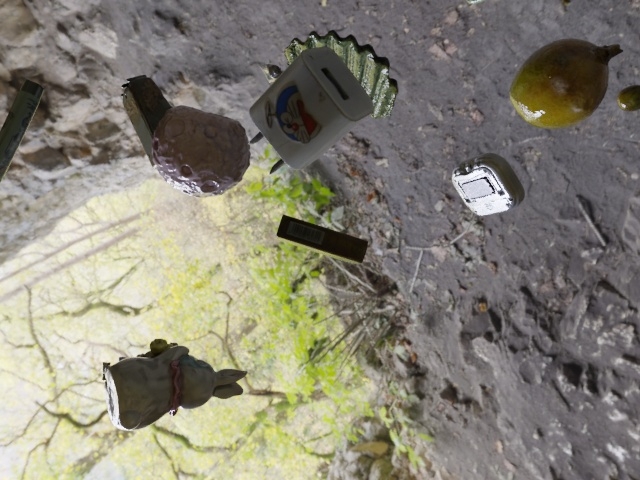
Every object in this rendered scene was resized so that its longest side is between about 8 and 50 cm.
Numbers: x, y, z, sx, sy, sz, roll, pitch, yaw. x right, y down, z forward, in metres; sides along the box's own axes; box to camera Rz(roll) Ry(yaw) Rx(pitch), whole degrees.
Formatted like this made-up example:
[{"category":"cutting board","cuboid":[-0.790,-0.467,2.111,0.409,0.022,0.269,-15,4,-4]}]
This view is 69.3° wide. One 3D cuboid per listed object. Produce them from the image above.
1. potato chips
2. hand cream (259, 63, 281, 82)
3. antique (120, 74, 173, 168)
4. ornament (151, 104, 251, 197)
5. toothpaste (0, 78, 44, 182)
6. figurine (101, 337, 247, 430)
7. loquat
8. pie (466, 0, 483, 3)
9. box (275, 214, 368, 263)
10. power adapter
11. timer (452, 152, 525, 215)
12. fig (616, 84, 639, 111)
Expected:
[{"category":"potato chips","cuboid":[0.069,-0.505,1.440,0.359,0.070,0.429,16,173,5]},{"category":"hand cream","cuboid":[-0.148,-0.490,1.356,0.057,0.037,0.165,59,172,-24]},{"category":"antique","cuboid":[-0.549,-0.396,1.522,0.125,0.150,0.284,-20,103,48]},{"category":"ornament","cuboid":[-0.317,-0.231,1.239,0.259,0.259,0.225,23,104,27]},{"category":"toothpaste","cuboid":[-0.614,-0.205,0.916,0.039,0.239,0.062,20,172,-8]},{"category":"figurine","cuboid":[-0.271,0.261,0.872,0.155,0.235,0.127,22,111,49]},{"category":"loquat","cuboid":[0.581,-0.381,1.096,0.213,0.213,0.246,50,140,-5]},{"category":"pie","cuboid":[0.252,-0.416,0.721,0.085,0.017,0.085,17,113,48]},{"category":"box","cuboid":[0.000,0.000,1.275,0.240,0.071,0.159,18,174,-3]},{"category":"power adapter","cuboid":[-0.037,-0.191,0.752,0.205,0.125,0.130,-36,95,36]},{"category":"timer","cuboid":[0.626,-0.205,1.757,0.237,0.087,0.262,53,158,-10]},{"category":"fig","cuboid":[0.918,-0.424,1.348,0.084,0.082,0.098,12,155,11]}]
